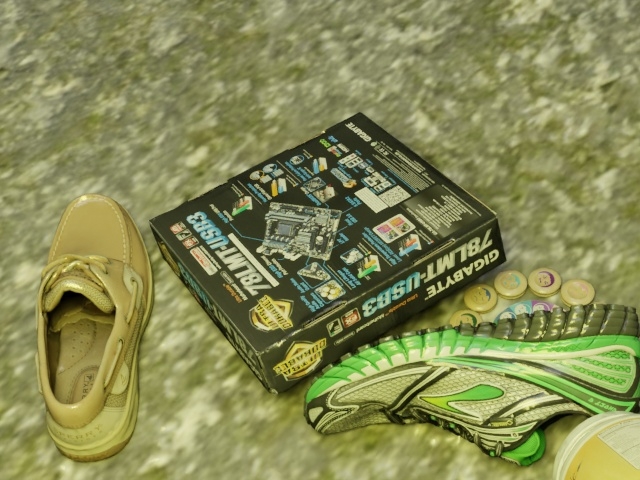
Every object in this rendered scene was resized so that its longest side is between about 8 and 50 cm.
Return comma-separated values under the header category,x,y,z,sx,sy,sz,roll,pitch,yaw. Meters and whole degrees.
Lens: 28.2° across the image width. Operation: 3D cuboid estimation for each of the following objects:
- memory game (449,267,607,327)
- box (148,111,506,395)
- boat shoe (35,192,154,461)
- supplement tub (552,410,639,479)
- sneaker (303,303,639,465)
category,x,y,z,sx,sy,sz,roll,pitch,yaw
memory game,0.229,0.102,1.362,0.186,0.012,0.186,-4,50,5
box,0.000,0.000,1.397,0.293,0.073,0.295,-30,39,-14
boat shoe,-0.249,0.067,1.389,0.121,0.110,0.341,-9,51,0
supplement tub,0.293,0.235,1.112,0.144,0.144,0.199,-17,11,-6
sneaker,0.147,0.154,1.255,0.343,0.134,0.146,-10,80,15
